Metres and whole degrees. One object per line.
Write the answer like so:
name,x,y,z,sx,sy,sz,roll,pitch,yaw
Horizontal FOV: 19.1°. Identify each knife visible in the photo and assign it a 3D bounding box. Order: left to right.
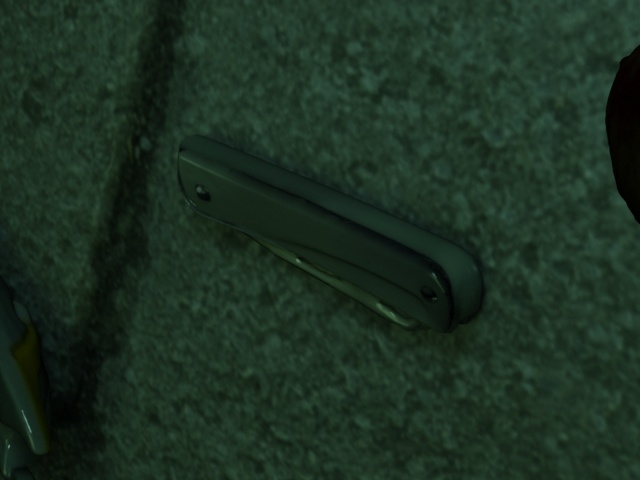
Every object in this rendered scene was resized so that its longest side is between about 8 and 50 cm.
knife,0.000,-0.003,1.315,0.265,0.040,0.073,27,131,34

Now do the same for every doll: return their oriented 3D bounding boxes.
doll,-0.296,0.076,1.573,0.145,0.103,0.316,-36,71,28

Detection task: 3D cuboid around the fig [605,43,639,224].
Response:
fig,0.305,-0.019,0.963,0.321,0.217,0.217,42,135,-13
